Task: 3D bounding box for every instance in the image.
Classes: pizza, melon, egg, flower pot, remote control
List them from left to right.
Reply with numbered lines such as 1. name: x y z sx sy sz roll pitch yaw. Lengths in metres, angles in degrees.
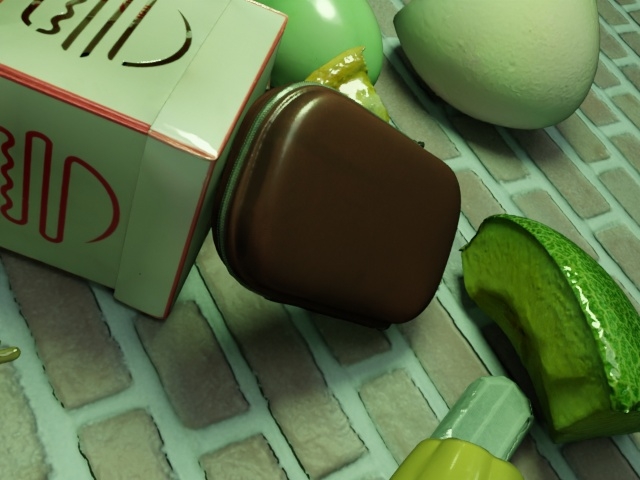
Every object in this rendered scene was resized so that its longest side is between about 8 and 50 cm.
1. egg: -0.011 -0.349 1.302 0.269 0.220 0.220 47 49 3
2. pizza: 0.064 -0.141 1.182 0.288 0.075 0.280 32 87 -4
3. flower pot: 0.139 0.324 0.824 0.195 0.195 0.179 31 55 2
4. remote control: 0.204 0.273 1.007 0.104 0.052 0.247 39 50 11
5. egg: 0.360 -0.365 1.422 0.354 0.354 0.340 -36 96 -40
6. melon: 0.335 0.112 1.078 0.331 0.226 0.343 24 47 -56

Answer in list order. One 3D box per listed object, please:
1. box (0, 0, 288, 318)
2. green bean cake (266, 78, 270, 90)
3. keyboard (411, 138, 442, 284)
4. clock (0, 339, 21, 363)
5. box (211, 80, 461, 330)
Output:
1. box: -0.252 -0.148 0.968 0.300 0.312 0.314 22 46 -4
2. green bean cake: -0.163 -0.264 1.238 0.136 0.056 0.135 -10 22 -27
3. keyboard: 0.150 -0.061 1.272 0.106 0.027 0.317 12 49 -15
4. clock: -0.476 0.113 0.760 0.308 0.096 0.235 13 46 3
5. box: 0.035 -0.032 0.947 0.108 0.263 0.404 17 -4 40
